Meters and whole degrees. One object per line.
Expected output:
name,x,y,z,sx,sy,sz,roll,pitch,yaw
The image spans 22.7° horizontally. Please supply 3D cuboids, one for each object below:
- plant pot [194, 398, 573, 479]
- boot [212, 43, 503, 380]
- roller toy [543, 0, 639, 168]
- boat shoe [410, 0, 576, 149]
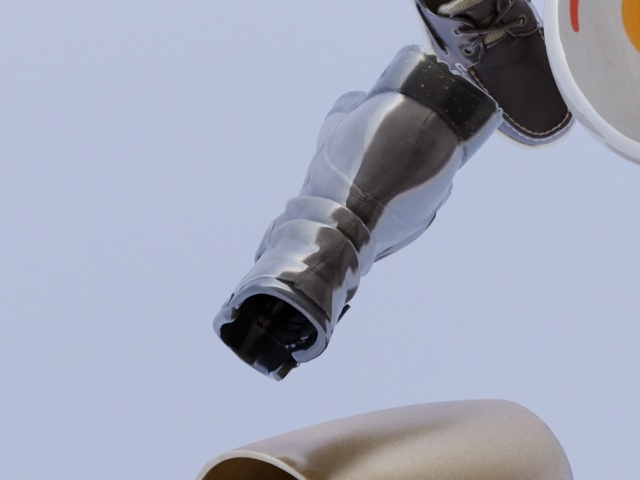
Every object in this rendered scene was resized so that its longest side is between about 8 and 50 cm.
plant pot,0.068,0.222,1.213,0.254,0.237,0.237,-23,-87,-39
boot,0.000,0.000,1.147,0.118,0.338,0.223,36,-104,4
roller toy,0.224,-0.118,0.863,0.146,0.191,0.209,17,-72,-54
boat shoe,0.132,-0.206,1.396,0.103,0.092,0.285,-29,-90,3
